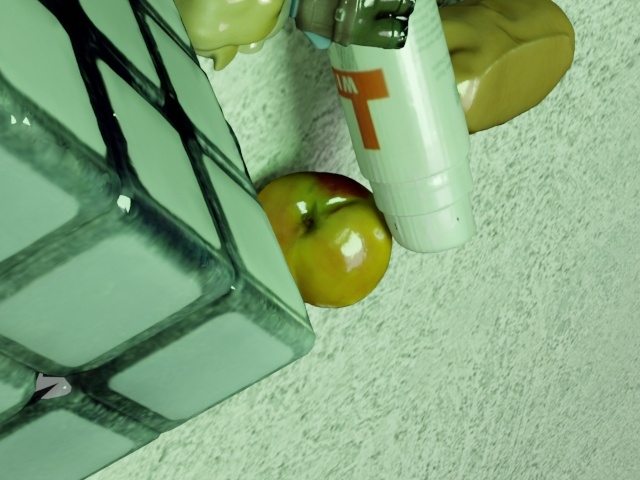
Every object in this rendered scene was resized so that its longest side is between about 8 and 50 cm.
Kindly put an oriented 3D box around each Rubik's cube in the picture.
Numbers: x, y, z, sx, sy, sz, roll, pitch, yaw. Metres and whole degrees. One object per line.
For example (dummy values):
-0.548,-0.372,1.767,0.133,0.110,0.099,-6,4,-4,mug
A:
-0.228,-0.040,0.644,0.305,0.301,0.304,-29,149,12,Rubik's cube

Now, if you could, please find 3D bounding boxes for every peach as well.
0.000,0.000,1.214,0.138,0.138,0.138,-33,140,-33,peach

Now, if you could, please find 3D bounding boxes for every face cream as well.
0.059,-0.146,1.106,0.102,0.102,0.346,-33,119,-34,face cream

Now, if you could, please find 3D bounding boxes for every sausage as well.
0.145,-0.171,1.264,0.241,0.136,0.120,-23,132,-40,sausage

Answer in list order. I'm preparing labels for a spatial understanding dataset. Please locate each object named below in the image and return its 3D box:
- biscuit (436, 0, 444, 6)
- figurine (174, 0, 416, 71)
0.101,-0.263,1.240,0.120,0.015,0.120,-32,140,-33,biscuit
-0.027,-0.190,0.993,0.196,0.108,0.114,2,128,-14,figurine
